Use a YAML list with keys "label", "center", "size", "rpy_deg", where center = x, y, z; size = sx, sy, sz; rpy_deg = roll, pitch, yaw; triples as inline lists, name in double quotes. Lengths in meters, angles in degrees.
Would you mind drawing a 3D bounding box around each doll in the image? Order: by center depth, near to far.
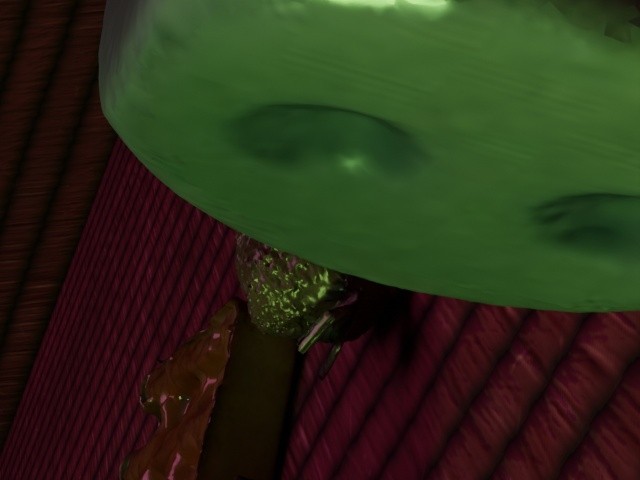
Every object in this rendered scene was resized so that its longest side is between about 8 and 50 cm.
- label: "doll"
  center: [0.002, 0.006, 1.244]
  size: [0.115, 0.105, 0.221]
  rpy_deg: [-24, 45, 18]

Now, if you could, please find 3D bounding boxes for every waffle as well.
- label: "waffle"
  center: [-0.109, 0.237, 1.512]
  size: [0.304, 0.077, 0.348]
  rpy_deg: [142, 142, -68]

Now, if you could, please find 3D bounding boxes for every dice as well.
- label: "dice"
  center: [0.078, -0.137, 0.717]
  size: [0.264, 0.262, 0.268]
  rpy_deg: [134, 150, -65]

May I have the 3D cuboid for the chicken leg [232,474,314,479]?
- label: "chicken leg"
  center: [-0.069, 0.282, 1.140]
  size: [0.361, 0.140, 0.211]
  rpy_deg: [-65, 24, 25]
